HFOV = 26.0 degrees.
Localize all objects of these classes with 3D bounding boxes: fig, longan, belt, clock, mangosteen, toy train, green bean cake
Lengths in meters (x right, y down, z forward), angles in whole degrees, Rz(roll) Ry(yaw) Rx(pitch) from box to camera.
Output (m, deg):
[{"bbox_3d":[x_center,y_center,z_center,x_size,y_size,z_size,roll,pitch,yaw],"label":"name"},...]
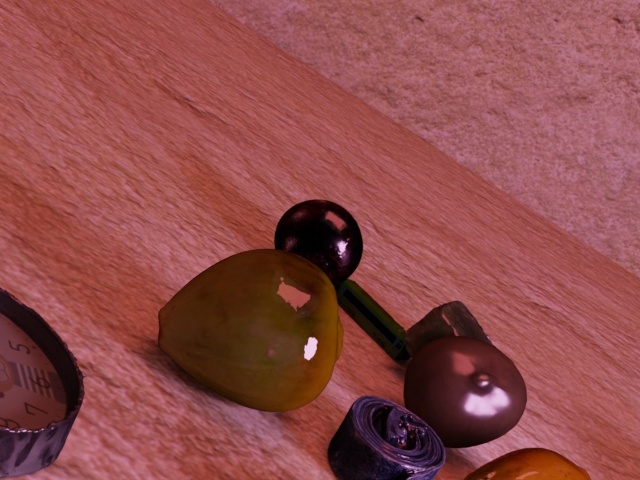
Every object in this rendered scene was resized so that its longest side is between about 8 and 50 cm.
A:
[{"bbox_3d":[-0.081,0.104,1.756,0.230,0.207,0.207,31,17,-12],"label":"fig"},{"bbox_3d":[0.206,0.220,2.012,0.189,0.189,0.189,30,17,-10],"label":"longan"},{"bbox_3d":[0.088,0.273,1.802,0.141,0.082,0.190,29,16,3],"label":"belt"},{"bbox_3d":[-0.385,0.117,1.419,0.312,0.061,0.312,31,17,-11],"label":"clock"},{"bbox_3d":[0.000,0.000,2.270,0.152,0.152,0.152,30,17,-10],"label":"mangosteen"},{"bbox_3d":[0.077,0.115,2.279,0.209,0.042,0.044,44,20,31],"label":"toy train"},{"bbox_3d":[0.227,0.191,2.199,0.183,0.094,0.185,53,19,8],"label":"green bean cake"}]

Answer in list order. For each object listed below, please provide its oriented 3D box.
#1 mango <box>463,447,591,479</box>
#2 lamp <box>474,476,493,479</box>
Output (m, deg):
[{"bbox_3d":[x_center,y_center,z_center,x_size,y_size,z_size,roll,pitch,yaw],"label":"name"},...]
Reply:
[{"bbox_3d":[0.273,0.351,1.854,0.156,0.151,0.248,6,1,45],"label":"mango"},{"bbox_3d":[0.195,0.368,1.498,0.247,0.247,0.247,30,17,-10],"label":"lamp"}]
